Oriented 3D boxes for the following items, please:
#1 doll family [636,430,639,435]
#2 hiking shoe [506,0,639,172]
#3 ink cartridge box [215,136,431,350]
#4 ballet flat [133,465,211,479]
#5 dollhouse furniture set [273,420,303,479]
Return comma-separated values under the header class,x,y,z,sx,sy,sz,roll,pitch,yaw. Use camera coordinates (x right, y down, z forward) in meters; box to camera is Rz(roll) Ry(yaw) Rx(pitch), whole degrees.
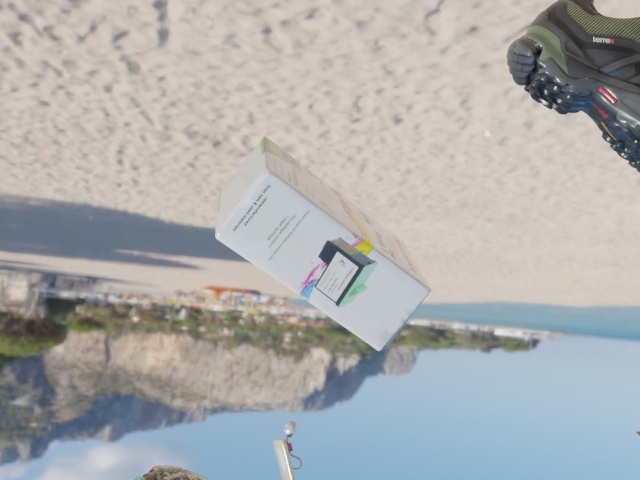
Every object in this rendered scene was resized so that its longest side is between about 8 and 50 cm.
class,x,y,z,sx,sy,sz,roll,pitch,yaw
doll family,0.524,0.276,1.056,0.076,0.111,0.193,29,-165,-45
hiking shoe,0.270,-0.127,0.619,0.227,0.114,0.086,36,177,4
ink cartridge box,0.000,0.000,1.071,0.278,0.117,0.201,36,-168,-16
ballet flat,-0.192,0.531,0.952,0.182,0.483,0.164,19,150,-18
dollhouse furniture set,-0.041,0.174,0.545,0.091,0.081,0.114,-12,171,-20
